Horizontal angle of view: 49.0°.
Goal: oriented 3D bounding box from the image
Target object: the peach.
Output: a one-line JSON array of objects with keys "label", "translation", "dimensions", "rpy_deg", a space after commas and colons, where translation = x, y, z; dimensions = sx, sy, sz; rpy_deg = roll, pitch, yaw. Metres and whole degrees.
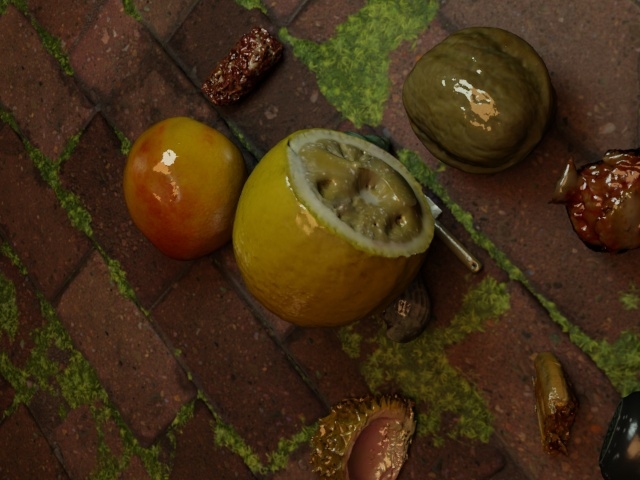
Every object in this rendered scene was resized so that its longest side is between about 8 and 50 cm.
[{"label": "peach", "translation": [-0.296, -0.106, 1.551], "dimensions": [0.289, 0.289, 0.307], "rpy_deg": [14, 89, 27]}]

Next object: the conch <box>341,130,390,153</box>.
[{"label": "conch", "translation": [0.066, -0.139, 1.449], "dimensions": [0.176, 0.122, 0.188], "rpy_deg": [47, 113, 1]}]

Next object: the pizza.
[{"label": "pizza", "translation": [0.430, 0.313, 1.271], "dimensions": [0.069, 0.154, 0.193], "rpy_deg": [-7, 113, 8]}]

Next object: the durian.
[{"label": "durian", "translation": [0.055, 0.442, 1.465], "dimensions": [0.196, 0.186, 0.305], "rpy_deg": [26, 111, 49]}]

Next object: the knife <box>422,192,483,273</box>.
[{"label": "knife", "translation": [0.226, -0.048, 1.422], "dimensions": [0.047, 0.017, 0.298], "rpy_deg": [-49, 65, 16]}]

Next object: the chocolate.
[{"label": "chocolate", "translation": [0.166, 0.080, 1.405], "dimensions": [0.110, 0.110, 0.248], "rpy_deg": [-5, 87, 27]}]

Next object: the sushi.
[{"label": "sushi", "translation": [0.559, -0.086, 1.160], "dimensions": [0.343, 0.182, 0.196], "rpy_deg": [-13, 77, 24]}]

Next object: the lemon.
[{"label": "lemon", "translation": [0.000, 0.000, 1.275], "dimensions": [0.364, 0.364, 0.364], "rpy_deg": [0, 89, 27]}]

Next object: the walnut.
[{"label": "walnut", "translation": [0.286, -0.255, 1.275], "dimensions": [0.283, 0.227, 0.282], "rpy_deg": [6, 101, 36]}]

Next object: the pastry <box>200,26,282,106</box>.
[{"label": "pastry", "translation": [-0.180, -0.386, 1.588], "dimensions": [0.208, 0.115, 0.097], "rpy_deg": [-42, 84, 19]}]

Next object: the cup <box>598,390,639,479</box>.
[{"label": "cup", "translation": [0.566, 0.370, 1.177], "dimensions": [0.177, 0.169, 0.223], "rpy_deg": [17, 132, 19]}]
